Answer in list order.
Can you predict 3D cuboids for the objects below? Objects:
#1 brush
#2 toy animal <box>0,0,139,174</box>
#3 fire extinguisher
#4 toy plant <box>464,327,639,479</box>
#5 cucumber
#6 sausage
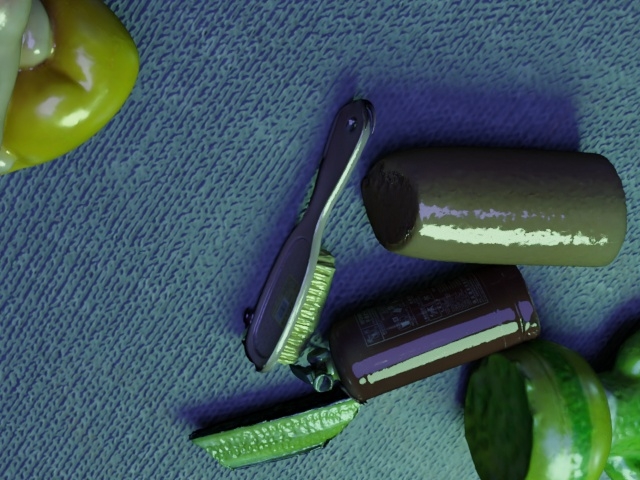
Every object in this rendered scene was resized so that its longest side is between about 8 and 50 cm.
[{"bbox_3d":[0.000,-0.001,1.049,0.067,0.072,0.313,10,109,-38],"label":"brush"},{"bbox_3d":[-0.289,-0.188,0.772,0.277,0.247,0.345,18,95,3],"label":"toy animal"},{"bbox_3d":[0.095,0.107,1.077,0.268,0.105,0.105,-21,115,0],"label":"fire extinguisher"},{"bbox_3d":[0.338,0.204,1.136,0.315,0.184,0.224,-2,96,-20],"label":"toy plant"},{"bbox_3d":[-0.036,0.213,1.136,0.220,0.046,0.071,-15,116,-2],"label":"cucumber"},{"bbox_3d":[0.176,-0.035,1.025,0.252,0.123,0.123,1,112,-10],"label":"sausage"}]
